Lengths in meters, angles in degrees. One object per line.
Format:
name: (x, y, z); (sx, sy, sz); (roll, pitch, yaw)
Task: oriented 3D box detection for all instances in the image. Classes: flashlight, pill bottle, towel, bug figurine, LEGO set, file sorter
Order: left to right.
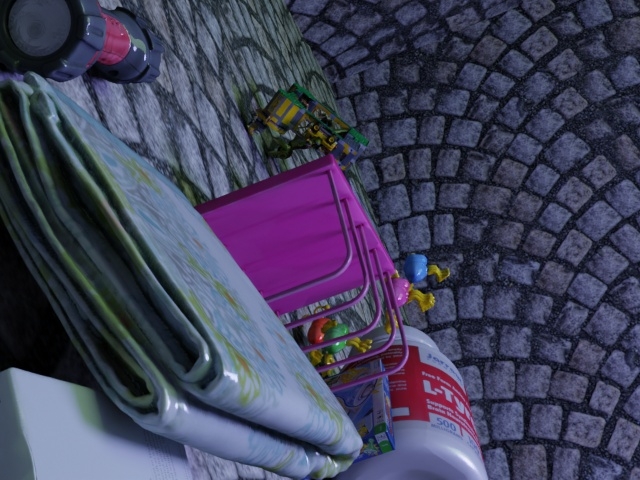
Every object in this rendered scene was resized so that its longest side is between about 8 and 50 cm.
flashlight: (-0.232, -0.203, 1.012); (0.304, 0.103, 0.103); (-25, 119, -82)
towel: (-0.122, 0.050, 0.835); (0.320, 0.090, 0.374); (53, 3, 25)
LEGO set: (-0.044, -0.172, 1.983); (0.255, 0.192, 0.331); (36, 13, -10)
file sorter: (-0.015, 0.067, 1.341); (0.290, 0.202, 0.182); (57, 16, -53)
bug figurine: (0.075, 0.108, 1.571); (0.072, 0.279, 0.216); (55, 7, -7)
pill bottle: (0.128, 0.300, 1.561); (0.407, 0.229, 0.229); (-89, 156, -68)

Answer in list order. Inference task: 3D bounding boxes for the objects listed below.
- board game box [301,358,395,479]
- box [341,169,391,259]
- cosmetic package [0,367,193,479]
board game box: (0.033, 0.250, 1.405); (0.201, 0.136, 0.035); (-89, 157, -69)
box: (0.000, 0.000, 1.639); (0.231, 0.183, 0.056); (59, 12, -51)
cosmetic package: (-0.159, 0.163, 0.640); (0.231, 0.085, 0.117); (43, 26, -66)
